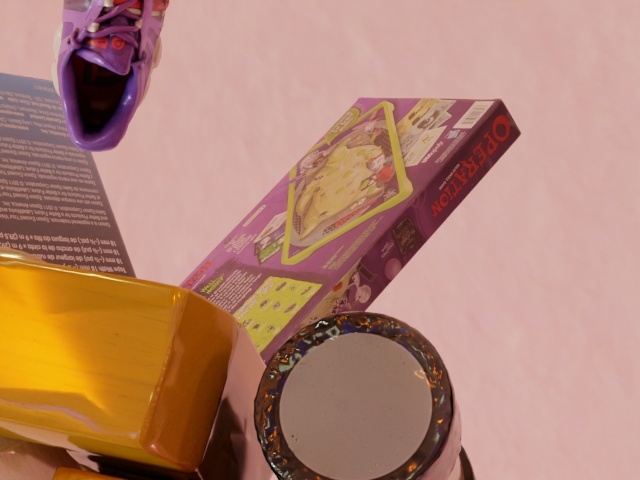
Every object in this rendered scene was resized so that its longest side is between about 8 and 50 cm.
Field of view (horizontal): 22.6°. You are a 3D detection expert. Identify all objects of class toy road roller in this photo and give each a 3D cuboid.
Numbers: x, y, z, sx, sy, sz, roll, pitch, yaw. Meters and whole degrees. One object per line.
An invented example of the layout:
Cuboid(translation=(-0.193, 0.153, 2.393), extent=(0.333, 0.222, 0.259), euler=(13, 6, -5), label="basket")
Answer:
Cuboid(translation=(-0.079, 0.157, 0.795), extent=(0.330, 0.202, 0.240), euler=(12, 68, 15), label="toy road roller")

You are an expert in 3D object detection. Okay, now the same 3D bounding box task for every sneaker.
Cuboid(translation=(-0.094, -0.117, 0.761), extent=(0.068, 0.071, 0.170), euler=(3, 125, -8), label="sneaker")

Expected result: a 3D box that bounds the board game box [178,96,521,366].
Cuboid(translation=(0.000, 0.000, 1.405), extent=(0.347, 0.208, 0.056), euler=(-47, 123, -23), label="board game box")

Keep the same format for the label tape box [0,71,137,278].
Cuboid(translation=(-0.296, 0.004, 1.477), extent=(0.106, 0.241, 0.333), euler=(-33, 69, 30), label="label tape box")
